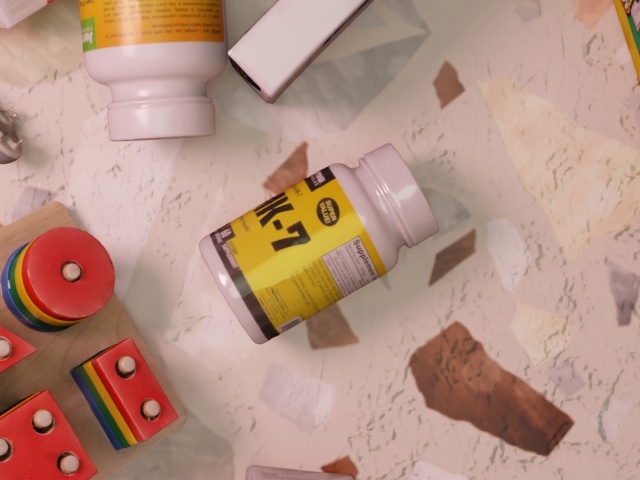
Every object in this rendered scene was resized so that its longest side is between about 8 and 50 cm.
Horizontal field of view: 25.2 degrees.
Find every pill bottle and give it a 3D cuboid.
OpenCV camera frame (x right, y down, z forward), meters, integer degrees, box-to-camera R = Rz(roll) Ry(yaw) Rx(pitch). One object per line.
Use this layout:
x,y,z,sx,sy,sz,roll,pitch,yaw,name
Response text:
-0.157,-0.218,1.344,0.136,0.136,0.246,-4,93,-2,pill bottle
0.000,0.000,1.373,0.208,0.119,0.119,-30,94,-1,pill bottle

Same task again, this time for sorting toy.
-0.266,0.117,1.314,0.257,0.089,0.255,-33,95,-37,sorting toy

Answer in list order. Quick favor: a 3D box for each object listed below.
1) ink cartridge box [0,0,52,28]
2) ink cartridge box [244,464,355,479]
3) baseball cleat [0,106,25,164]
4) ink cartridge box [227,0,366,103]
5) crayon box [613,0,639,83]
-0.297,-0.279,1.335,0.099,0.056,0.135,-40,121,-30,ink cartridge box
-0.020,0.333,1.315,0.114,0.273,0.197,7,93,-6,ink cartridge box
-0.383,-0.131,1.384,0.109,0.072,0.206,-44,89,14,baseball cleat
0.049,-0.265,1.337,0.332,0.165,0.065,-44,93,0,ink cartridge box
0.379,-0.142,1.259,0.106,0.363,0.313,-18,94,-1,crayon box
